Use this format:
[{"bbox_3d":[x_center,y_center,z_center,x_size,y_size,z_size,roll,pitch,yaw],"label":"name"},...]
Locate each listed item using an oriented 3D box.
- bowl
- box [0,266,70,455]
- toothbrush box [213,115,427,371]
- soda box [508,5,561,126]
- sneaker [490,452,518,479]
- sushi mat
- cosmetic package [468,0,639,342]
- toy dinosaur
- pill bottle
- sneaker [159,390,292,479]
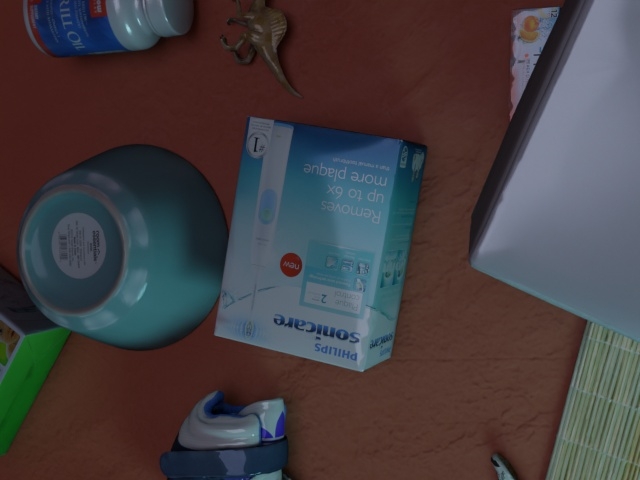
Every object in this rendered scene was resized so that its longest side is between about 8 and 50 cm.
[{"bbox_3d":[-0.305,0.013,1.338,0.312,0.163,0.311,1,92,22],"label":"bowl"},{"bbox_3d":[-0.549,0.177,1.459,0.231,0.127,0.262,35,104,15],"label":"box"},{"bbox_3d":[0.000,0.000,1.237,0.216,0.126,0.295,12,97,21],"label":"toothbrush box"},{"bbox_3d":[0.267,-0.192,1.162,0.063,0.058,0.183,2,93,21],"label":"soda box"},{"bbox_3d":[0.237,0.312,1.200,0.037,0.032,0.083,-37,78,18],"label":"sneaker"},{"bbox_3d":[0.364,0.263,1.157,0.151,0.019,0.316,16,97,21],"label":"sushi mat"},{"bbox_3d":[0.355,-0.084,0.919,0.329,0.394,0.327,24,100,7],"label":"cosmetic package"},{"bbox_3d":[-0.086,-0.278,1.303,0.093,0.053,0.183,-14,86,20],"label":"toy dinosaur"},{"bbox_3d":[-0.300,-0.331,1.347,0.222,0.124,0.124,-1,91,22],"label":"pill bottle"},{"bbox_3d":[-0.066,0.338,1.267,0.323,0.130,0.236,25,104,25],"label":"sneaker"}]
